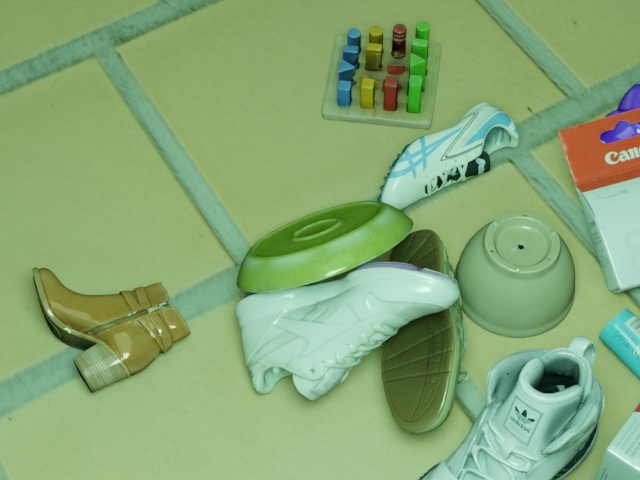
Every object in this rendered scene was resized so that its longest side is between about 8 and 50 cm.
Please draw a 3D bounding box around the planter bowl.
[{"bbox_3d":[0.258,0.031,1.671,0.162,0.109,0.162,0,56,1],"label":"planter bowl"}]

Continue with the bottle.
[{"bbox_3d":[0.485,-0.177,1.817,0.283,0.092,0.118,-33,62,-19],"label":"bottle"}]

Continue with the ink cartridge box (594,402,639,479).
[{"bbox_3d":[0.428,0.274,1.490,0.176,0.127,0.128,33,62,20],"label":"ink cartridge box"}]

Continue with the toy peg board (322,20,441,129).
[{"bbox_3d":[0.092,-0.257,1.889,0.160,0.079,0.161,7,56,5],"label":"toy peg board"}]

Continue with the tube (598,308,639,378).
[{"bbox_3d":[0.442,0.174,1.609,0.080,0.052,0.207,-37,68,-16],"label":"tube"}]

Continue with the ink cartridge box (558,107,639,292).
[{"bbox_3d":[0.441,-0.064,1.710,0.189,0.066,0.232,-16,88,-9],"label":"ink cartridge box"}]

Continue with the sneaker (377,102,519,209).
[{"bbox_3d":[0.179,-0.109,1.783,0.237,0.085,0.086,-36,57,-19],"label":"sneaker"}]

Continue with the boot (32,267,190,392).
[{"bbox_3d":[-0.275,0.088,1.668,0.152,0.073,0.197,-30,72,-17],"label":"boot"}]

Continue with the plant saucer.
[{"bbox_3d":[0.000,0.000,1.646,0.241,0.037,0.241,-18,13,4],"label":"plant saucer"}]

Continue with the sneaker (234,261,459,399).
[{"bbox_3d":[0.037,0.115,1.580,0.305,0.114,0.152,-15,70,30],"label":"sneaker"}]

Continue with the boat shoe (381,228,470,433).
[{"bbox_3d":[0.142,0.120,1.615,0.104,0.089,0.285,-16,50,28],"label":"boat shoe"}]

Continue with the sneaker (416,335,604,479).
[{"bbox_3d":[0.191,0.255,1.457,0.366,0.210,0.137,-40,63,-23],"label":"sneaker"}]
